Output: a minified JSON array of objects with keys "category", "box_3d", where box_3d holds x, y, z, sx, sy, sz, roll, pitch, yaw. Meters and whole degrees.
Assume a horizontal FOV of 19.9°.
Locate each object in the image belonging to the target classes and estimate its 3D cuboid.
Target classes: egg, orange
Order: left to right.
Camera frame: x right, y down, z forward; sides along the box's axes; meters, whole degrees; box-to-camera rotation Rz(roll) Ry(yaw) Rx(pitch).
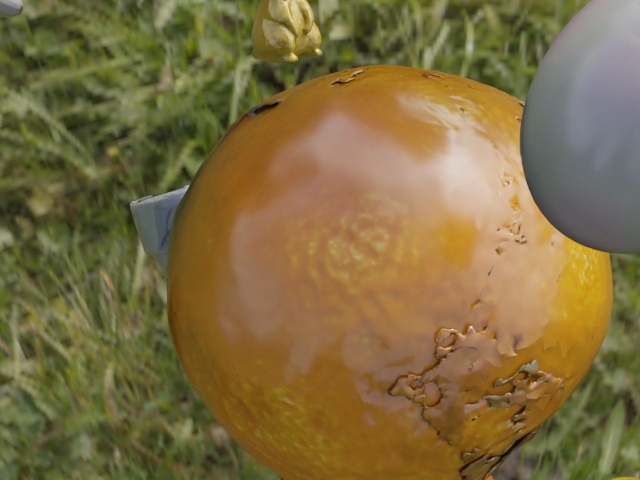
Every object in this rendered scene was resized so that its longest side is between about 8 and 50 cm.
[{"category":"orange","box_3d":[0.037,0.022,1.002,0.246,0.246,0.246,-1,65,2]},{"category":"egg","box_3d":[0.142,-0.057,0.775,0.103,0.103,0.135,39,112,18]}]

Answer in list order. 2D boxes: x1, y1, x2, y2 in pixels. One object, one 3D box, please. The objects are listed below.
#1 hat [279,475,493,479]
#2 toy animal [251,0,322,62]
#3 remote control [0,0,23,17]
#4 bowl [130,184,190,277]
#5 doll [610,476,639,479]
[{"category":"hat","box_3d":[0.072,0.260,1.667,0.285,0.285,0.400,-9,36,-2]},{"category":"toy animal","box_3d":[-0.048,-0.279,2.034,0.083,0.159,0.070,9,21,39]},{"category":"remote control","box_3d":[-0.400,-0.240,1.809,0.261,0.067,0.029,4,78,41]},{"category":"bowl","box_3d":[0.000,0.000,1.483,0.287,0.287,0.144,-14,93,-4]},{"category":"doll","box_3d":[0.366,0.300,1.672,0.242,0.159,0.311,-41,31,23]}]
